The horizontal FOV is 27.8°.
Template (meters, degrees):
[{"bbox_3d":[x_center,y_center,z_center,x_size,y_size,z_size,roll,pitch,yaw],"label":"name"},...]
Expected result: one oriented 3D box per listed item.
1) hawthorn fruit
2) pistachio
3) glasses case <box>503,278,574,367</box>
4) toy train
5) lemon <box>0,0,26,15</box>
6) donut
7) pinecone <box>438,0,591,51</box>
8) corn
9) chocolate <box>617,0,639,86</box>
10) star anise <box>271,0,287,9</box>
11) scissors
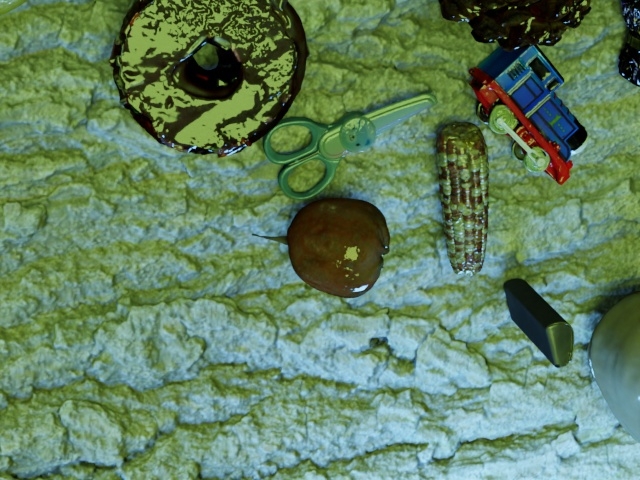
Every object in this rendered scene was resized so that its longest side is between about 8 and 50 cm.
[{"bbox_3d":[0.013,0.010,1.842,0.189,0.149,0.149,1,112,-18],"label":"hawthorn fruit"},{"bbox_3d":[0.523,0.209,2.036,0.197,0.166,0.288,-4,120,14],"label":"pistachio"},{"bbox_3d":[0.326,0.120,1.935,0.042,0.190,0.072,-11,111,-9],"label":"glasses case"},{"bbox_3d":[0.307,-0.187,1.862,0.131,0.083,0.204,-43,115,4],"label":"toy train"},{"bbox_3d":[-0.449,-0.377,1.532,0.288,0.233,0.233,18,107,-17],"label":"lemon"},{"bbox_3d":[-0.148,-0.243,1.724,0.269,0.103,0.270,-4,113,-9],"label":"donut"},{"bbox_3d":[0.270,-0.348,1.724,0.221,0.221,0.221,-5,113,-11],"label":"pinecone"},{"bbox_3d":[0.210,-0.058,1.901,0.079,0.079,0.237,-9,117,-9],"label":"corn"},{"bbox_3d":[0.464,-0.287,1.868,0.072,0.070,0.147,-1,115,18],"label":"chocolate"},{"bbox_3d":[-0.085,-0.450,1.622,0.331,0.117,0.332,2,84,-17],"label":"star anise"},{"bbox_3d":[0.048,-0.153,1.845,0.256,0.030,0.125,-24,117,0],"label":"scissors"}]
